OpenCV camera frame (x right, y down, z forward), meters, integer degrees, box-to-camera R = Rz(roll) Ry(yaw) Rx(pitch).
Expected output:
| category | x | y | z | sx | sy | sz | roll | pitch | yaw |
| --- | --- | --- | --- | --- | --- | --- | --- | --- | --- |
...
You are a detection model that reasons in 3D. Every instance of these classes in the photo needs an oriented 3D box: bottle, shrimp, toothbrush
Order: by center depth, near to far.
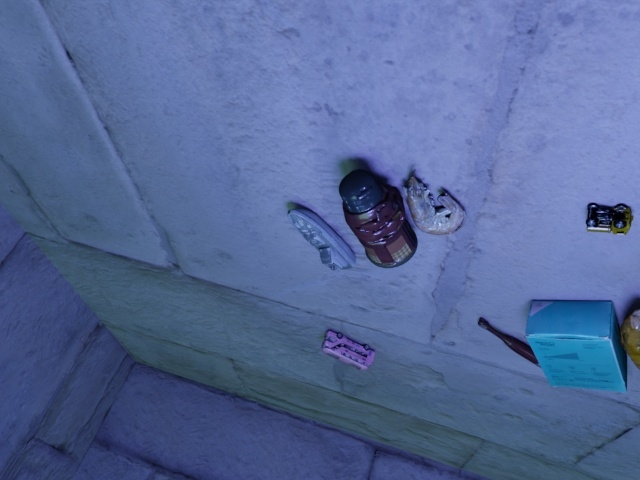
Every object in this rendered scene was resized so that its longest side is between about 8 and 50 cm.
| category | x | y | z | sx | sy | sz | roll | pitch | yaw |
| --- | --- | --- | --- | --- | --- | --- | --- | --- | --- |
| shrimp | 0.257 | -0.081 | 1.241 | 0.126 | 0.047 | 0.223 | -3 | 144 | 27 |
| bottle | 0.129 | -0.060 | 1.268 | 0.271 | 0.143 | 0.156 | 54 | -179 | -46 |
| toothbrush | 0.615 | 0.332 | 1.665 | 0.364 | 0.040 | 0.041 | 32 | 147 | -15 |

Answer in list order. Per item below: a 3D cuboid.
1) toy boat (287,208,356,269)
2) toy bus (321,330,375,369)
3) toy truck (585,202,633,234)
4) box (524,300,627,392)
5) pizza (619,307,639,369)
| category | x | y | z | sx | sy | sz | roll | pitch | yaw |
| --- | --- | --- | --- | --- | --- | --- | --- | --- | --- |
| toy boat | 0.000 | 0.000 | 1.484 | 0.078 | 0.085 | 0.260 | -10 | 136 | 42 |
| toy bus | 0.103 | 0.413 | 2.054 | 0.203 | 0.090 | 0.063 | 27 | 149 | -6 |
| toy truck | 0.580 | -0.040 | 1.102 | 0.084 | 0.049 | 0.054 | 5 | 146 | 28 |
| box | 0.691 | 0.284 | 1.467 | 0.205 | 0.118 | 0.311 | -6 | 140 | 34 |
| pizza | 0.904 | 0.336 | 1.269 | 0.440 | 0.130 | 0.406 | 39 | 176 | -39 |
